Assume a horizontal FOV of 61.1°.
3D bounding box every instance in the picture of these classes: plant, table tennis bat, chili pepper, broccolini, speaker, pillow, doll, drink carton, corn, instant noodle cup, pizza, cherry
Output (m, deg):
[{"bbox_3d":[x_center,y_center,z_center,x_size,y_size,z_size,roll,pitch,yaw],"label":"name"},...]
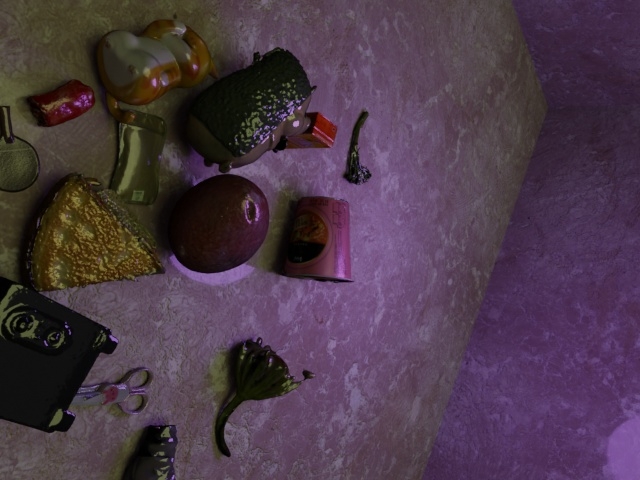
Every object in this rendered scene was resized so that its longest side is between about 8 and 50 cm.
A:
[{"bbox_3d":[-0.204,0.455,1.578,0.251,0.180,0.333,51,63,-30],"label":"plant"},{"bbox_3d":[-0.578,-0.172,1.043,0.107,0.119,0.170,-17,112,-47],"label":"table tennis bat"},{"bbox_3d":[-0.529,-0.285,1.119,0.123,0.070,0.073,-42,110,-34],"label":"chili pepper"},{"bbox_3d":[0.156,-0.323,1.933,0.123,0.062,0.272,21,79,-59],"label":"broccolini"},{"bbox_3d":[-0.584,0.225,1.065,0.254,0.184,0.232,44,64,-43],"label":"speaker"},{"bbox_3d":[-0.425,-0.193,1.283,0.130,0.033,0.218,3,95,-52],"label":"pillow"},{"bbox_3d":[-0.165,-0.320,1.368,0.349,0.247,0.247,-46,131,-13],"label":"doll"},{"bbox_3d":[-0.071,-0.308,1.530,0.096,0.223,0.071,26,76,-50],"label":"drink carton"},{"bbox_3d":[-0.458,-0.039,1.244,0.087,0.087,0.211,-49,125,-32],"label":"corn"},{"bbox_3d":[-0.365,-0.399,1.219,0.269,0.162,0.167,-36,87,-33],"label":"doll"},{"bbox_3d":[0.000,0.000,1.700,0.244,0.244,0.255,12,79,-50],"label":"instant noodle cup"},{"bbox_3d":[-0.481,-0.019,1.155,0.287,0.074,0.251,-5,110,-28],"label":"pizza"},{"bbox_3d":[-0.248,-0.045,1.347,0.261,0.307,0.221,-27,77,-39],"label":"cherry"}]

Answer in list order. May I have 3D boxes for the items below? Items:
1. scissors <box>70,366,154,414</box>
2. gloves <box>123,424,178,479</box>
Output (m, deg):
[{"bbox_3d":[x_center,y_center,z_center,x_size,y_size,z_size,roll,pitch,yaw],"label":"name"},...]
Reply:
[{"bbox_3d":[-0.509,0.368,1.298,0.242,0.030,0.118,12,88,-54],"label":"scissors"},{"bbox_3d":[-0.440,0.605,1.382,0.142,0.119,0.286,13,91,-19],"label":"gloves"}]
